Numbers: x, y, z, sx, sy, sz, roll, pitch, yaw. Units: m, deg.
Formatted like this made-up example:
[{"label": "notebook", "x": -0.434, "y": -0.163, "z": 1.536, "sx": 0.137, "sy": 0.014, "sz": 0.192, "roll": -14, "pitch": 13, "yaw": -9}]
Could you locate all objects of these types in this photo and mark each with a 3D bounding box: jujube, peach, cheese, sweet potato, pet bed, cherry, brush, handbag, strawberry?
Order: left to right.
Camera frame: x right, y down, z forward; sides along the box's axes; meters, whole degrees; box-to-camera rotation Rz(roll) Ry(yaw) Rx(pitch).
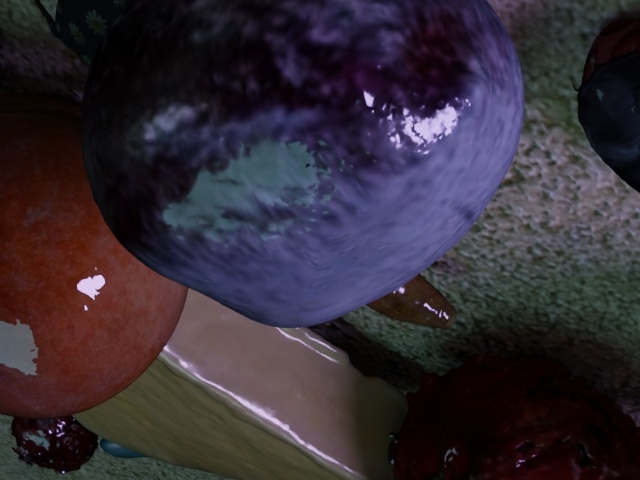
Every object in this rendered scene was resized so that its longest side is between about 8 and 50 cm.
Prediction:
[{"label": "peach", "x": -0.222, "y": 0.004, "z": 1.395, "sx": 0.252, "sy": 0.252, "sz": 0.252, "roll": 18, "pitch": 155, "yaw": 9}, {"label": "jujube", "x": -0.291, "y": 0.207, "z": 2.061, "sx": 0.104, "sy": 0.104, "sz": 0.166, "roll": 18, "pitch": 168, "yaw": 8}, {"label": "handbag", "x": -0.149, "y": -0.170, "z": 1.217, "sx": 0.139, "sy": 0.072, "sz": 0.115, "roll": 35, "pitch": 155, "yaw": 3}, {"label": "brush", "x": -0.163, "y": 0.218, "z": 2.055, "sx": 0.193, "sy": 0.032, "sz": 0.043, "roll": -9, "pitch": 138, "yaw": 29}, {"label": "cheese", "x": -0.130, "y": 0.099, "z": 1.670, "sx": 0.384, "sy": 0.104, "sz": 0.384, "roll": 23, "pitch": 156, "yaw": 11}, {"label": "cherry", "x": -0.011, "y": -0.066, "z": 1.106, "sx": 0.255, "sy": 0.218, "sz": 0.296, "roll": 19, "pitch": 149, "yaw": -37}, {"label": "sweet potato", "x": 0.000, "y": 0.000, "z": 1.426, "sx": 0.244, "sy": 0.077, "sz": 0.077, "roll": 21, "pitch": 157, "yaw": -15}, {"label": "strawberry", "x": 0.185, "y": 0.213, "z": 1.553, "sx": 0.274, "sy": 0.220, "sz": 0.274, "roll": 39, "pitch": 138, "yaw": 47}, {"label": "pet bed", "x": 0.246, "y": -0.069, "z": 1.096, "sx": 0.201, "sy": 0.053, "sz": 0.201, "roll": 17, "pitch": 155, "yaw": 8}]
